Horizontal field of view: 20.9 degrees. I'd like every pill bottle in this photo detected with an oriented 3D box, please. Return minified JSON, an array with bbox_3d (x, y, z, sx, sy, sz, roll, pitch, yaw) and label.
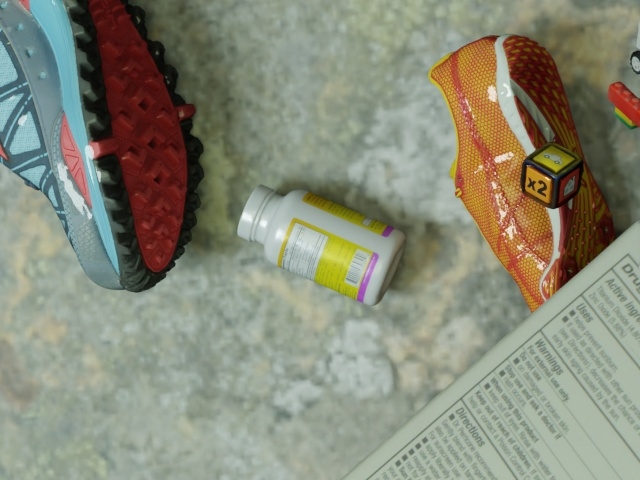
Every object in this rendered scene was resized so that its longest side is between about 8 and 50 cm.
[{"bbox_3d":[0.000,0.000,0.916,0.083,0.043,0.043,24,98,9],"label":"pill bottle"}]

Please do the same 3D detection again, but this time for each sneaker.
[{"bbox_3d":[0.106,-0.020,0.895,0.067,0.064,0.175,-12,96,44],"label":"sneaker"},{"bbox_3d":[-0.154,-0.088,0.928,0.125,0.104,0.262,-23,85,29],"label":"sneaker"}]

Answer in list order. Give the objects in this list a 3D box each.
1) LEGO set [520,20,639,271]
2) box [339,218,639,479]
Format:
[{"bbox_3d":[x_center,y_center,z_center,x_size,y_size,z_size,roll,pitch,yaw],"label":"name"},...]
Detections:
[{"bbox_3d":[0.222,-0.047,0.808,0.244,0.182,0.060,9,132,11],"label":"LEGO set"},{"bbox_3d":[0.099,0.154,0.841,0.311,0.121,0.148,-41,53,11],"label":"box"}]
